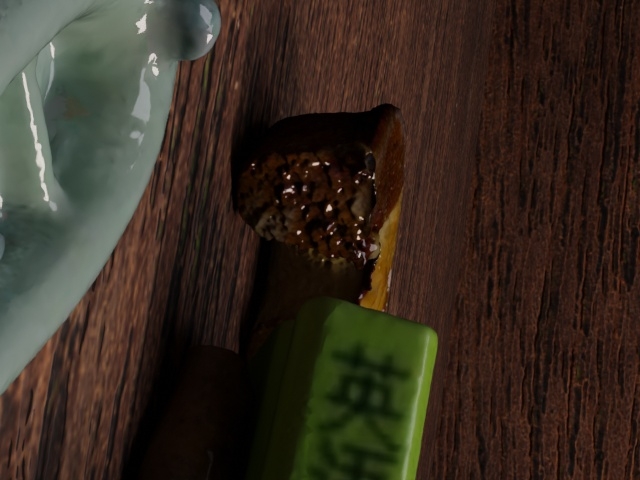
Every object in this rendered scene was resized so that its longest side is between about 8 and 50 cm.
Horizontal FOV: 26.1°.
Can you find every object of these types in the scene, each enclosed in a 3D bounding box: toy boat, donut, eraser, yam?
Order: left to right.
[{"bbox_3d":[-0.087,-0.031,0.404,0.208,0.079,0.134,-68,159,-49],"label":"toy boat"},{"bbox_3d":[-0.075,0.161,0.661,0.057,0.057,0.241,81,19,-57],"label":"yam"},{"bbox_3d":[-0.022,0.190,0.729,0.210,0.092,0.274,126,-22,-66],"label":"eraser"},{"bbox_3d":[0.001,0.002,0.871,0.141,0.085,0.217,-68,163,-55],"label":"donut"}]
